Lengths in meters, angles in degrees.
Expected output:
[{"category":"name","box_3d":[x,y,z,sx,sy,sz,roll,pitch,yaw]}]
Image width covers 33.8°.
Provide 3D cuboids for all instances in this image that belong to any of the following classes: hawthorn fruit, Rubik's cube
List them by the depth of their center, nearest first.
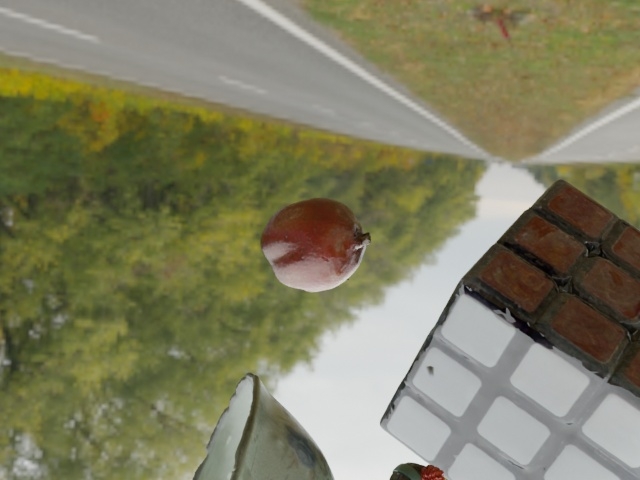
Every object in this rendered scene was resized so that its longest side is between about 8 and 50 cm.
[{"category":"Rubik's cube","box_3d":[0.306,0.160,1.345,0.304,0.301,0.305,37,-137,16]},{"category":"hawthorn fruit","box_3d":[0.000,0.000,1.787,0.188,0.169,0.169,-18,173,30]}]

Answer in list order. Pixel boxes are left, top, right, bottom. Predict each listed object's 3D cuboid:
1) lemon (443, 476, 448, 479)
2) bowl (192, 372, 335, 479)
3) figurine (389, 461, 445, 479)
[{"category":"lemon","box_3d":[0.298,0.395,1.719,0.204,0.204,0.260,4,141,-5]},{"category":"bowl","box_3d":[-0.053,0.286,0.938,0.146,0.313,0.313,21,-176,-6]},{"category":"figurine","box_3d":[0.083,0.252,0.951,0.047,0.105,0.060,12,174,-25]}]
